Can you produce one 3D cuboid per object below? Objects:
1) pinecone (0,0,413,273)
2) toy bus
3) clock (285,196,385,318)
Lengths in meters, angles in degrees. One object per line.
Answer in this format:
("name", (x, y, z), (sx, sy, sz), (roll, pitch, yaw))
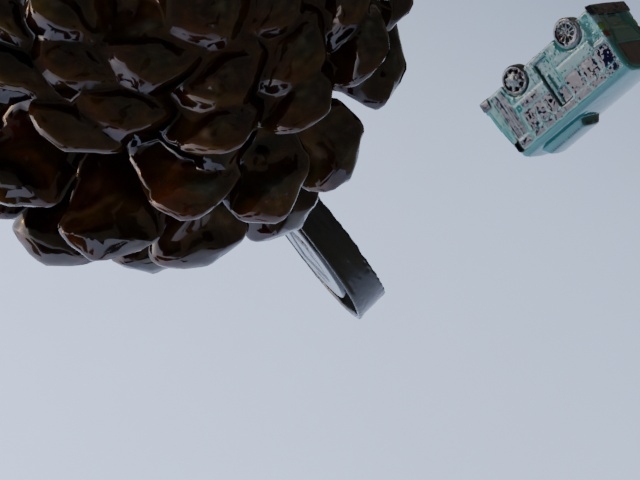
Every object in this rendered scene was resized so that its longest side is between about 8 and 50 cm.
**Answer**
("pinecone", (-0.130, -0.152, 1.178), (0.397, 0.398, 0.398), (25, -165, -7))
("toy bus", (0.239, -0.150, 1.547), (0.079, 0.160, 0.092), (-15, -111, -50))
("clock", (0.000, 0.000, 1.712), (0.184, 0.040, 0.184), (52, 174, 8))
